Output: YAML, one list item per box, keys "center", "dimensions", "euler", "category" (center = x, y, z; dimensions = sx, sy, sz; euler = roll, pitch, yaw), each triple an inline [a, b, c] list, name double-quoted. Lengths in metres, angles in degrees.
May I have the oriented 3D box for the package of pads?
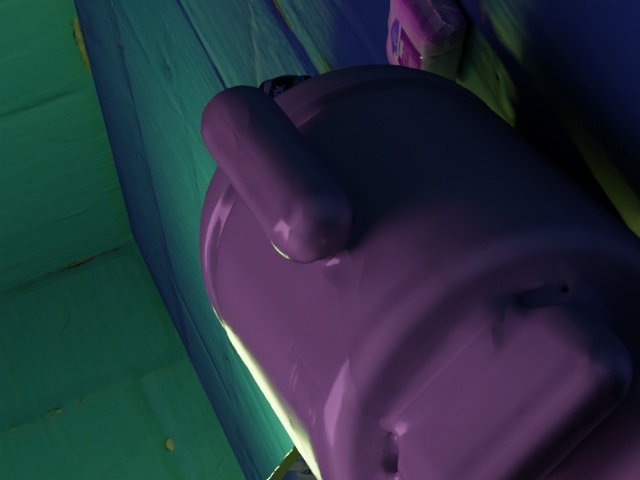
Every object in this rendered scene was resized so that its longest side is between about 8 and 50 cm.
- center: [0.063, -0.122, 0.921]
  dimensions: [0.083, 0.032, 0.050]
  euler: [92, 155, -64]
  category: "package of pads"

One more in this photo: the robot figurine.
- center: [0.054, 0.030, 0.817]
  dimensions: [0.300, 0.200, 0.353]
  euler: [45, -176, -35]
  category: "robot figurine"

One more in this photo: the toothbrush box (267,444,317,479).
- center: [0.055, 0.225, 1.000]
  dimensions: [0.283, 0.122, 0.206]
  euler: [-49, -55, -57]
  category: "toothbrush box"

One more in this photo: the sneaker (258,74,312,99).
- center: [0.000, 0.000, 1.314]
  dimensions: [0.341, 0.125, 0.140]
  euler: [81, -170, -56]
  category: "sneaker"
